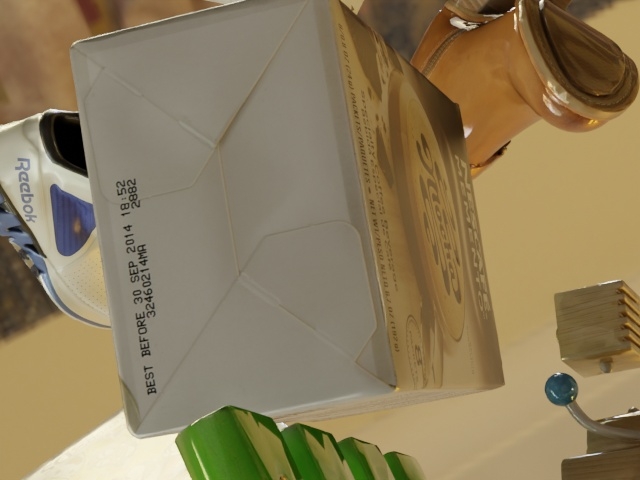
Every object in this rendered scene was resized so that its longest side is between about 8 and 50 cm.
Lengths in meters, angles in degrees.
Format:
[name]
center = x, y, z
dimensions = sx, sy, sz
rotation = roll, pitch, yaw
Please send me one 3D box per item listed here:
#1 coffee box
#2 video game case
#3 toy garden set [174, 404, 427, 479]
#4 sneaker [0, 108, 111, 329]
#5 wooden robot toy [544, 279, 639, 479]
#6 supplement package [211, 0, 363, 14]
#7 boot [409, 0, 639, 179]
[coffee box]
center = 0.000, 0.000, 0.803
dimensions = 0.119, 0.297, 0.168
rotation = -11, -97, 13
[video game case]
center = -0.138, 0.180, 1.247
dimensions = 0.206, 0.026, 0.227
rotation = -35, -158, -15
[toy garden set]
center = 0.029, 0.164, 0.543
dimensions = 0.049, 0.244, 0.204
rotation = -29, -107, 9
[sneaker]
center = -0.229, -0.032, 1.755
dimensions = 0.182, 0.315, 0.127
rotation = -20, -133, 24
[wooden robot toy]
center = 0.128, 0.091, 0.587
dimensions = 0.079, 0.076, 0.173
rotation = -15, -131, 22
[supplement package]
center = -0.061, -0.326, 1.577
dimensions = 0.203, 0.194, 0.149
rotation = 16, -109, 28
[boot]
center = 0.115, -0.090, 1.249
dimensions = 0.220, 0.109, 0.283
rotation = -54, -153, 20
